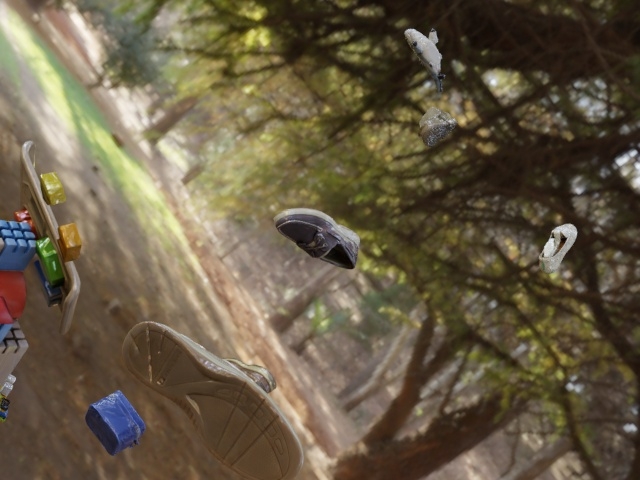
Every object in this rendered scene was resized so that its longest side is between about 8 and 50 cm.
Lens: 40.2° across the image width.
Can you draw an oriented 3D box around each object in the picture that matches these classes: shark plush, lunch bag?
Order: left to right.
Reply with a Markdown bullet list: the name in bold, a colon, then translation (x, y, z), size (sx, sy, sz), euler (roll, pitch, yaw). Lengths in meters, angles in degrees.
- **lunch bag**: translation (-0.337, 0.305, 1.461), size (0.098, 0.065, 0.067), euler (49, -44, 13)
- **shark plush**: translation (0.256, -0.431, 2.064), size (0.161, 0.073, 0.067), euler (50, -23, -23)

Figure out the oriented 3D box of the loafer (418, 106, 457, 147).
- **loafer**: translation (0.194, -0.198, 1.512), size (0.050, 0.056, 0.148), euler (41, 20, 10)

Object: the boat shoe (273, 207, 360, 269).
- **boat shoe**: translation (0.000, 0.000, 2.171), size (0.285, 0.102, 0.092), euler (25, 48, -46)

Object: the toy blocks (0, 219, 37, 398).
- **toy blocks**: translation (-0.502, 0.047, 1.221), size (0.190, 0.261, 0.381), euler (7, 41, -50)

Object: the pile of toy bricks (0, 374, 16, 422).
- **pile of toy bricks**: translation (-0.657, 0.323, 1.637), size (0.118, 0.105, 0.212), euler (34, 13, -18)

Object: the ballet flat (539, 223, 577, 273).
- **ballet flat**: translation (0.544, 0.006, 2.000), size (0.057, 0.168, 0.052), euler (1, -48, 37)

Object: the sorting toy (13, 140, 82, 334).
- **sorting toy**: translation (-0.372, -0.010, 1.171), size (0.229, 0.041, 0.307), euler (69, -24, 12)

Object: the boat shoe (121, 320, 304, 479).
- **boat shoe**: translation (-0.153, 0.244, 1.358), size (0.341, 0.122, 0.110), euler (40, 3, 16)

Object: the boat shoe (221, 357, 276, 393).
- **boat shoe**: translation (-0.161, 0.266, 1.658), size (0.178, 0.060, 0.064), euler (2, -60, 47)
